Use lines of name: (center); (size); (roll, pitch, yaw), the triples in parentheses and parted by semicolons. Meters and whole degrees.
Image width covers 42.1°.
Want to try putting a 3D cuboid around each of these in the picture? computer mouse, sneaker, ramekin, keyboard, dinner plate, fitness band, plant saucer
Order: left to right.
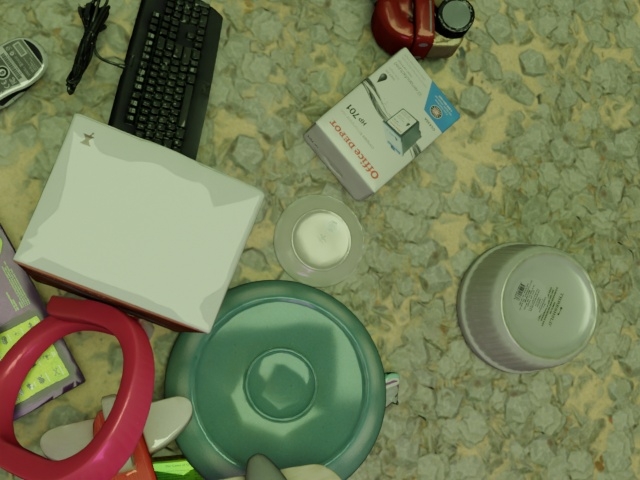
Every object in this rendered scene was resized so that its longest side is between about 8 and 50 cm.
computer mouse: (-0.454, -0.202, 1.129); (0.193, 0.042, 0.106); (-36, 89, -11)
fitness band: (-0.291, 0.171, 0.950); (0.054, 0.291, 0.209); (37, 67, -42)
keyboard: (-0.247, -0.236, 1.135); (0.202, 0.033, 0.317); (14, 57, -14)
plant saucer: (-0.057, 0.202, 1.158); (0.318, 0.043, 0.317); (4, 71, -10)
dinner plate: (0.000, 0.000, 1.244); (0.141, 0.017, 0.141); (2, 83, -17)
sneaker: (0.072, 0.231, 1.227); (0.098, 0.038, 0.069); (0, 83, -15)
ramekin: (0.325, 0.102, 1.275); (0.207, 0.109, 0.207); (2, 84, -15)

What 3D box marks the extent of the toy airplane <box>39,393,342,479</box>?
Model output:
toy airplane: (-0.204, 0.365, 0.967); (0.384, 0.272, 0.386); (34, 78, -8)

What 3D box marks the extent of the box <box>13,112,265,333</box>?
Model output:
box: (-0.224, 0.000, 1.010); (0.215, 0.345, 0.168); (22, 79, -12)

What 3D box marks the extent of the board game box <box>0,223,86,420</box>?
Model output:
board game box: (-0.482, 0.085, 1.086); (0.208, 0.056, 0.346); (-28, 92, -21)

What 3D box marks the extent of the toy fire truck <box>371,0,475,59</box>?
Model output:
toy fire truck: (0.103, -0.398, 1.258); (0.246, 0.158, 0.217); (1, 84, -4)

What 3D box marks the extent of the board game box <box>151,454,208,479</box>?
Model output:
board game box: (-0.199, 0.343, 1.136); (0.181, 0.043, 0.092); (-1, 84, -16)

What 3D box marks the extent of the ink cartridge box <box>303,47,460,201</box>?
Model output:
ink cartridge box: (0.092, -0.173, 1.255); (0.191, 0.082, 0.139); (-42, 96, -17)
